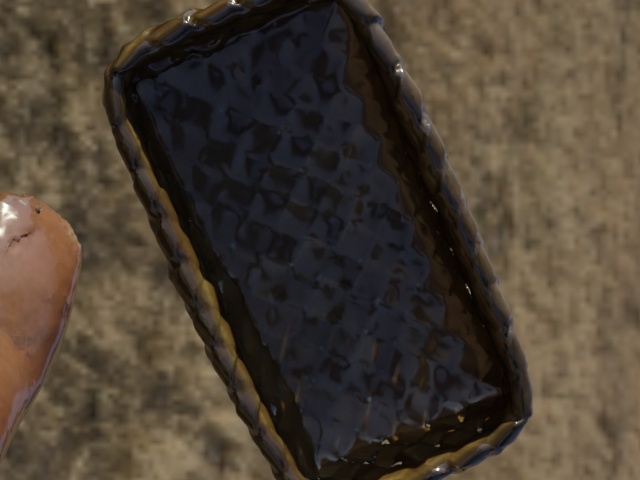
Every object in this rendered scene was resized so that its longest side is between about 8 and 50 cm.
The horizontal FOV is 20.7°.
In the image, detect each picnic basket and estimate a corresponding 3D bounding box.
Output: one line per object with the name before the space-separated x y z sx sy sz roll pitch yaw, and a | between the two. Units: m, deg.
picnic basket | 0.000 0.000 0.645 0.055 0.110 0.193 -102 169 -79

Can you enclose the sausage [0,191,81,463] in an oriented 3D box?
sausage | -0.137 0.098 0.521 0.304 0.078 0.078 -79 159 -46
